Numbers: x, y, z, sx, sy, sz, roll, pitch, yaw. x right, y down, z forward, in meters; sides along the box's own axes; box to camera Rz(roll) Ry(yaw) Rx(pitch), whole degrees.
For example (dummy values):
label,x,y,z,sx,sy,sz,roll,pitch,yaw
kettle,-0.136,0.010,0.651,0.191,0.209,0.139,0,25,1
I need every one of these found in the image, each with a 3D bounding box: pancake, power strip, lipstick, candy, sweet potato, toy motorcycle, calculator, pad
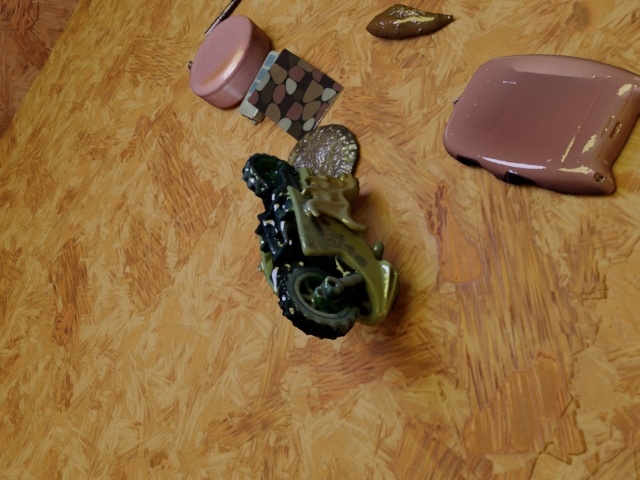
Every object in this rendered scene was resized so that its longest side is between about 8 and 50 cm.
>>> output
label,x,y,z,sx,sy,sz,roll,pitch,yaw
pancake,-0.002,-0.160,1.200,0.199,0.021,0.200,-19,59,35
power strip,-0.135,-0.380,1.412,0.081,0.035,0.192,34,95,43
lipstick,-0.280,-0.671,1.684,0.176,0.027,0.027,-46,47,14
candy,-0.247,-0.470,1.506,0.255,0.094,0.256,-21,56,35
sweet potato,0.171,-0.443,1.153,0.205,0.060,0.068,14,118,34
toy motorcycle,0.000,0.000,0.976,0.169,0.236,0.410,-51,42,31
calculator,0.332,-0.195,0.900,0.329,0.048,0.220,28,91,47
pad,-0.064,-0.339,1.323,0.235,0.003,0.158,43,101,34
